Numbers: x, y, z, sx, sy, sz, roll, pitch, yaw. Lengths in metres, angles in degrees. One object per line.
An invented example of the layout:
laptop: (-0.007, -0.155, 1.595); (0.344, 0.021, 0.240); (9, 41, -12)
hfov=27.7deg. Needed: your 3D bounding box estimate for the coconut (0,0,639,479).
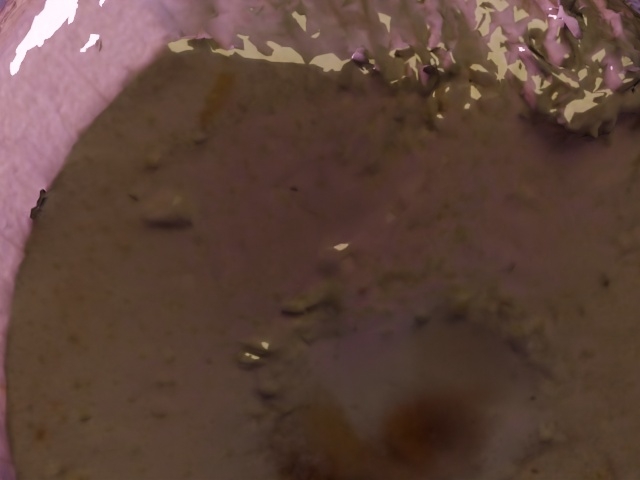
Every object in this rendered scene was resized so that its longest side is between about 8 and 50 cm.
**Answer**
coconut: (0.000, 0.000, 0.493); (0.297, 0.297, 0.254); (12, 19, -13)
